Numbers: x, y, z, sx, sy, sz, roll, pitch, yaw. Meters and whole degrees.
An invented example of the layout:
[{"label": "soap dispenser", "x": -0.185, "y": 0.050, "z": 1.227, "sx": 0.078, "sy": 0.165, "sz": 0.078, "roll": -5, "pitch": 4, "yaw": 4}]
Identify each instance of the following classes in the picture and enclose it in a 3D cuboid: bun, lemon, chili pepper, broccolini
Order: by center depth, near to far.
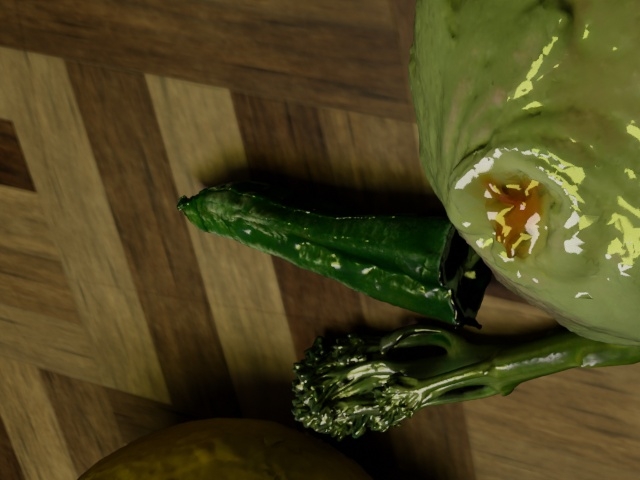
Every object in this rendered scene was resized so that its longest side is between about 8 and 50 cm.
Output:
[{"label": "bun", "x": 0.140, "y": -0.049, "z": 0.916, "sx": 0.293, "sy": 0.187, "sz": 0.293, "roll": 44, "pitch": 157, "yaw": 25}, {"label": "broccolini", "x": 0.120, "y": 0.076, "z": 1.192, "sx": 0.079, "sy": 0.074, "sz": 0.392, "roll": 46, "pitch": 143, "yaw": -22}, {"label": "chili pepper", "x": 0.000, "y": 0.000, "z": 1.227, "sx": 0.227, "sy": 0.059, "sz": 0.088, "roll": 13, "pitch": 140, "yaw": 30}, {"label": "lemon", "x": -0.070, "y": 0.250, "z": 1.384, "sx": 0.320, "sy": 0.245, "sz": 0.245, "roll": -14, "pitch": 120, "yaw": 29}]
